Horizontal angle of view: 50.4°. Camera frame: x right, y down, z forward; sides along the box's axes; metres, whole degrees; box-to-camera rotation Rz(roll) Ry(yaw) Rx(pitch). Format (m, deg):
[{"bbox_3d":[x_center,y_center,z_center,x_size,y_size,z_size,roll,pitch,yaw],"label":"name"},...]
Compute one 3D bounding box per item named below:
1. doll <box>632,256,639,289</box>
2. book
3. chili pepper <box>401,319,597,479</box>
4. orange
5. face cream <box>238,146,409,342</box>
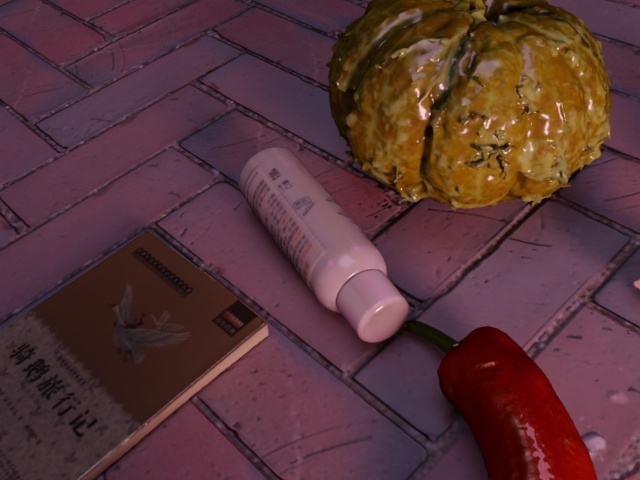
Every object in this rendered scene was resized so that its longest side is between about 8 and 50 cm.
[{"bbox_3d":[0.357,0.044,0.627,0.127,0.073,0.084,22,20,23],"label":"doll"},{"bbox_3d":[-0.234,0.125,0.671,0.217,0.021,0.310,32,58,34],"label":"book"},{"bbox_3d":[0.134,0.185,0.506,0.137,0.092,0.368,-13,41,13],"label":"chili pepper"},{"bbox_3d":[0.164,-0.154,0.745,0.301,0.223,0.300,20,47,19],"label":"orange"},{"bbox_3d":[0.000,0.000,0.715,0.082,0.082,0.269,-25,48,-15],"label":"face cream"}]
